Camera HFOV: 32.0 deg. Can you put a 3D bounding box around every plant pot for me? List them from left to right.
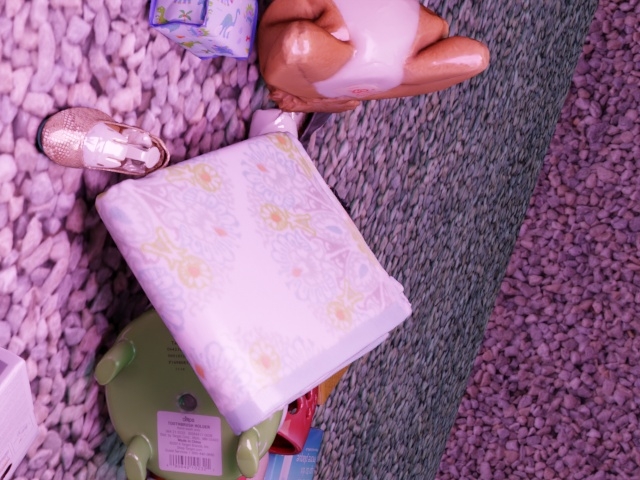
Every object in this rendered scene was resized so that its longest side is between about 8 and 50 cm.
[{"bbox_3d":[-0.089,0.224,1.748,0.191,0.191,0.174,70,38,-58],"label":"plant pot"}]

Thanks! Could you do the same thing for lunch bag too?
[{"bbox_3d":[-0.131,-0.308,1.348,0.129,0.096,0.151,27,67,-67],"label":"lunch bag"}]

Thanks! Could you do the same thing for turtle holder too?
[{"bbox_3d":[-0.170,0.157,1.496,0.320,0.243,0.227,61,19,-9],"label":"turtle holder"}]

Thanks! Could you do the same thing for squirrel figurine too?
[{"bbox_3d":[0.026,-0.374,1.495,0.397,0.281,0.370,158,-71,-72],"label":"squirrel figurine"}]

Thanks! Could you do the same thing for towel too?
[{"bbox_3d":[-0.071,0.035,1.396,0.090,0.320,0.374,-40,172,36],"label":"towel"}]

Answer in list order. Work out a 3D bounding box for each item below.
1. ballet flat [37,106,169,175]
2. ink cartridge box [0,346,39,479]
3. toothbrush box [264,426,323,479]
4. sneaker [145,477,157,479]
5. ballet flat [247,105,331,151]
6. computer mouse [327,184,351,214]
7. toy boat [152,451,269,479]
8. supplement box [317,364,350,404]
[{"bbox_3d":[-0.237,-0.110,1.276,0.206,0.067,0.073,-5,111,-67],"label":"ballet flat"},{"bbox_3d":[-0.393,0.239,1.237,0.189,0.066,0.232,-59,176,-30],"label":"ink cartridge box"},{"bbox_3d":[-0.115,0.449,1.909,0.216,0.126,0.295,36,67,-68],"label":"toothbrush box"},{"bbox_3d":[-0.261,0.451,1.661,0.083,0.084,0.215,-29,134,-53],"label":"sneaker"},{"bbox_3d":[-0.058,-0.169,1.649,0.280,0.095,0.096,-63,150,-47],"label":"ballet flat"},{"bbox_3d":[0.000,0.000,1.975,0.193,0.042,0.106,-66,159,-14],"label":"computer mouse"},{"bbox_3d":[-0.186,0.370,1.702,0.231,0.151,0.151,-50,-162,50],"label":"toy boat"},{"bbox_3d":[0.023,0.208,2.154,0.233,0.078,0.080,-52,151,-42],"label":"supplement box"}]
